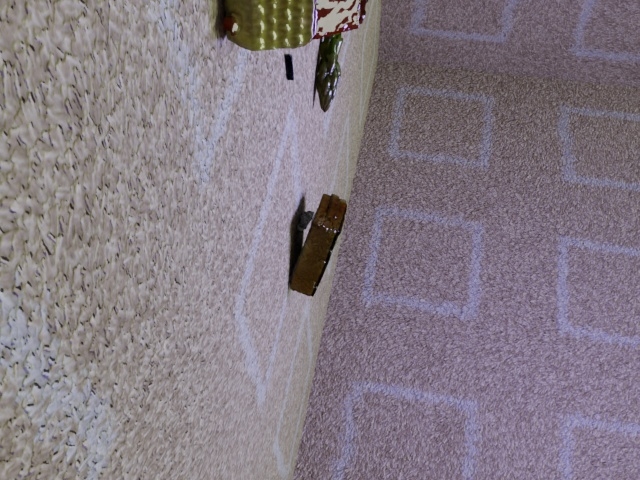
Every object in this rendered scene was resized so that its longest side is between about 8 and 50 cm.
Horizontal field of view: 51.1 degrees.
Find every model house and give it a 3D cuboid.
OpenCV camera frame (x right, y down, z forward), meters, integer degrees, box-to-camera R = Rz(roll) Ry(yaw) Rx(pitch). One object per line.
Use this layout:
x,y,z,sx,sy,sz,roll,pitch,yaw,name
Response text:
-0.055,-0.424,1.074,0.254,0.160,0.195,-33,140,-37,model house

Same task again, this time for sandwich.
-0.002,-0.001,2.126,0.249,0.095,0.273,-72,-177,-57,sandwich

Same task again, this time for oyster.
-0.055,-0.057,2.138,0.098,0.037,0.100,-64,-176,-21,oyster

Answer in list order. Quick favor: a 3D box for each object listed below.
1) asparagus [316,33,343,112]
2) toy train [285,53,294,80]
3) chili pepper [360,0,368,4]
0.028,-0.537,2.048,0.080,0.080,0.287,-48,147,-78,asparagus
-0.073,-0.415,1.592,0.083,0.017,0.017,87,11,-59,toy train
0.123,-0.926,2.270,0.148,0.116,0.264,161,-63,-66,chili pepper
